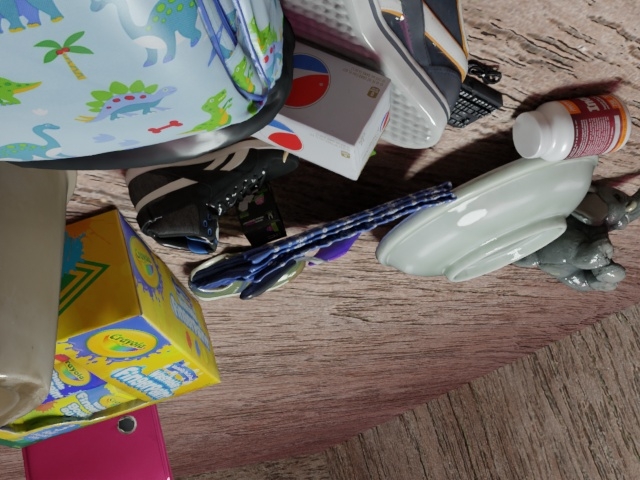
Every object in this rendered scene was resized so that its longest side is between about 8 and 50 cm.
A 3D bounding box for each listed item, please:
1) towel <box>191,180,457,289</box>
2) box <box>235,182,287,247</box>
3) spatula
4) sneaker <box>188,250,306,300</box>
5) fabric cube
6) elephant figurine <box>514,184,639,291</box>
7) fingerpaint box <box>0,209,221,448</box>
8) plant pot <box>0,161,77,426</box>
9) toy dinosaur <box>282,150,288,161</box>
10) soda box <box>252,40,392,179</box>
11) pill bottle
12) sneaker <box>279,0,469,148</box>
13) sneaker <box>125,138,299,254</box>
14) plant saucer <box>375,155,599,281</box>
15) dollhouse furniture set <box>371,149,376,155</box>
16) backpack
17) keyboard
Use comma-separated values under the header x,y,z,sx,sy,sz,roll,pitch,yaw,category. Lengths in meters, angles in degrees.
x,y,z,sx,sy,sz,roll,pitch,yaw,category
0.000,0.000,1.121,0.336,0.040,0.243,-20,-179,-27,towel
-0.083,-0.043,1.048,0.052,0.083,0.062,-19,158,1,box
-0.030,0.036,1.207,0.084,0.030,0.296,-19,-176,37,spatula
-0.119,0.049,1.260,0.192,0.064,0.086,-16,163,1,sneaker
-0.451,0.416,1.617,0.258,0.254,0.259,-12,158,-13,fabric cube
0.507,-0.035,1.489,0.186,0.239,0.169,29,157,-23,elephant figurine
-0.384,0.160,1.179,0.371,0.163,0.445,-18,159,-2,fingerpaint box
-0.367,0.028,0.728,0.323,0.280,0.323,-17,158,-7,plant pot
-0.014,-0.172,0.820,0.112,0.064,0.211,-20,156,1,toy dinosaur
-0.048,-0.135,0.702,0.216,0.074,0.069,24,162,14,soda box
0.355,-0.158,1.128,0.152,0.086,0.086,-11,157,-21,pill bottle
0.026,-0.221,0.683,0.126,0.127,0.321,10,156,41,sneaker
-0.117,-0.045,0.964,0.217,0.121,0.079,-12,158,-16,sneaker
0.291,-0.019,1.322,0.400,0.100,0.400,-22,165,-6,plant saucer
0.011,-0.140,0.928,0.076,0.058,0.151,-25,158,15,dollhouse furniture set
-0.171,-0.178,0.480,0.290,0.273,0.355,-4,144,1,backpack
0.172,-0.186,1.001,0.108,0.023,0.180,-33,155,31,keyboard
